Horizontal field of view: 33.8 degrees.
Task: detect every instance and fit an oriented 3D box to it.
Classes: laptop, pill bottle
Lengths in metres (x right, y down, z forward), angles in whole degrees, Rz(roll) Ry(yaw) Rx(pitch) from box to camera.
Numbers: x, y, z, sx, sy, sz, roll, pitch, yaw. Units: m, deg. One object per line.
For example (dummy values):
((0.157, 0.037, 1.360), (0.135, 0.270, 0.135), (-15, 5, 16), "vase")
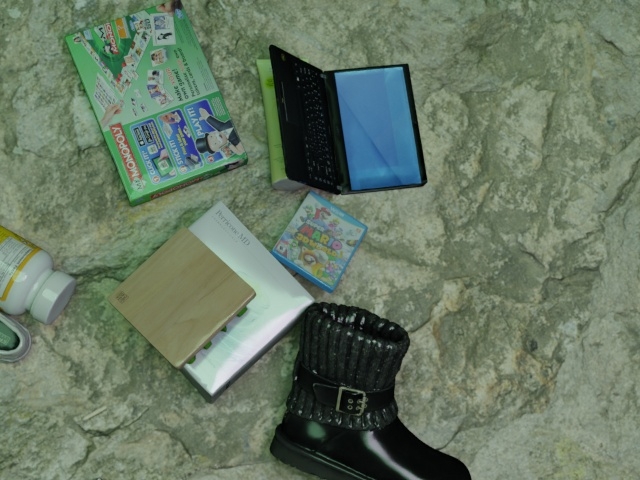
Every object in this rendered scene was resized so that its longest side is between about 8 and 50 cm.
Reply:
((0.050, -0.208, 1.782), (0.137, 0.264, 0.234), (-16, 75, 28), "laptop")
((-0.501, 0.047, 1.675), (0.208, 0.117, 0.117), (29, 75, 2), "pill bottle")

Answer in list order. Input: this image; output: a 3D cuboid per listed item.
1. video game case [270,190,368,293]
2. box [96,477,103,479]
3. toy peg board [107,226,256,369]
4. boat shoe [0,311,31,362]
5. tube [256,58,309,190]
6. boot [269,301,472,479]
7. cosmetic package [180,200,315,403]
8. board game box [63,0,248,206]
((0.000, 0.000, 1.744), (0.119, 0.015, 0.166), (33, 46, -2), "video game case")
((-0.377, 0.482, 1.622), (0.114, 0.036, 0.207), (44, 76, 6), "box")
((-0.202, 0.096, 1.584), (0.161, 0.079, 0.161), (41, 75, 21), "toy peg board")
((-0.584, 0.117, 1.653), (0.268, 0.088, 0.096), (30, 74, -5), "boat shoe")
((-0.061, -0.206, 1.814), (0.070, 0.062, 0.240), (16, 64, -44), "tube")
((0.107, 0.259, 1.625), (0.348, 0.131, 0.260), (18, 101, 0), "boot")
((-0.167, 0.100, 1.686), (0.225, 0.138, 0.224), (-43, 84, -15), "cosmetic package")
((-0.282, -0.240, 1.805), (0.214, 0.046, 0.317), (-21, 79, -9), "board game box")
